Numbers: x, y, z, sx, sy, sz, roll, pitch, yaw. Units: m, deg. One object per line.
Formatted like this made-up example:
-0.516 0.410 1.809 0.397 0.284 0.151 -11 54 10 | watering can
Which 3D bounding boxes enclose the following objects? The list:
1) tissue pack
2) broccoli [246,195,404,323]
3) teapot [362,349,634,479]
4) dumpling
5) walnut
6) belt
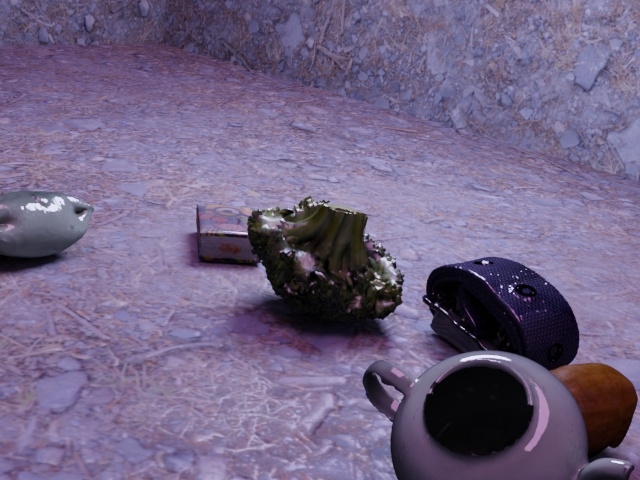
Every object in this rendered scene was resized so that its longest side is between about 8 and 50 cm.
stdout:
-0.160 -0.014 1.403 0.109 0.060 0.148 3 20 -11 | tissue pack
0.010 0.029 1.202 0.226 0.176 0.198 5 19 38 | broccoli
0.162 0.193 0.804 0.294 0.129 0.193 20 57 35 | teapot
-0.465 -0.032 1.267 0.149 0.104 0.217 25 26 37 | dumpling
0.292 0.200 0.938 0.207 0.115 0.116 -11 27 -31 | walnut
0.241 0.108 1.142 0.126 0.139 0.230 -10 28 -27 | belt
